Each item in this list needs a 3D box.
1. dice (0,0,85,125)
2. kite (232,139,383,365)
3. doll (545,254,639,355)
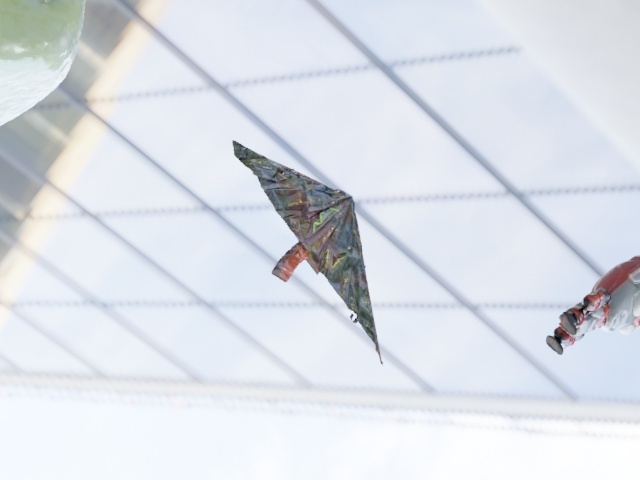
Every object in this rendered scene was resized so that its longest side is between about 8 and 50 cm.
[{"bbox_3d":[-0.351,-0.202,1.526,0.252,0.254,0.250,-26,-100,35],"label":"dice"},{"bbox_3d":[0.000,0.000,1.711,0.009,0.232,0.189,-35,-175,31],"label":"kite"},{"bbox_3d":[0.264,0.050,1.739,0.057,0.169,0.109,50,-39,29],"label":"doll"}]
